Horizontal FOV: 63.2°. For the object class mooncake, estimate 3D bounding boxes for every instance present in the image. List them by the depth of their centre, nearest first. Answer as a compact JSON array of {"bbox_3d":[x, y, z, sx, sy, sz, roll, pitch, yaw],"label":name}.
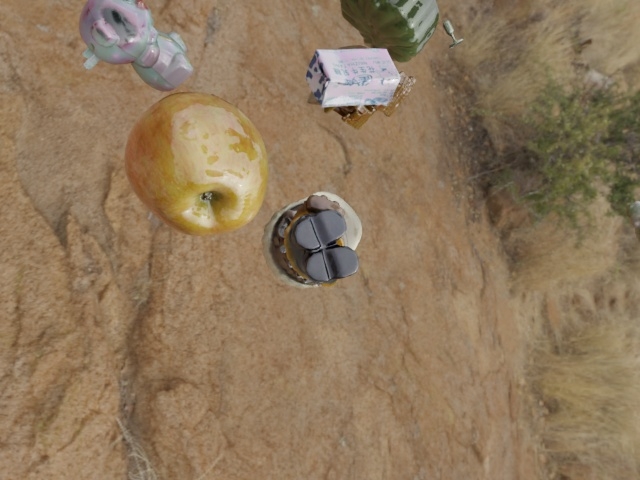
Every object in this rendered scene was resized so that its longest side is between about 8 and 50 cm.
[{"bbox_3d":[0.242,-0.791,1.832,0.187,0.351,0.351,-53,125,-10],"label":"mooncake"}]

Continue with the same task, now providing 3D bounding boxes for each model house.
[{"bbox_3d":[0.118,-0.397,1.399,0.229,0.199,0.219,22,19,-25],"label":"model house"}]

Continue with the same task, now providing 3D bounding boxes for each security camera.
[{"bbox_3d":[0.464,-0.740,1.856,0.058,0.058,0.092,-35,97,-48],"label":"security camera"}]

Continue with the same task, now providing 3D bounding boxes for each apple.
[{"bbox_3d":[-0.329,-0.198,1.432,0.391,0.391,0.346,37,17,-39],"label":"apple"}]

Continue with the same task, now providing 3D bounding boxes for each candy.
[{"bbox_3d":[0.063,-0.304,0.975,0.160,0.073,0.092,-9,61,-22],"label":"candy"}]

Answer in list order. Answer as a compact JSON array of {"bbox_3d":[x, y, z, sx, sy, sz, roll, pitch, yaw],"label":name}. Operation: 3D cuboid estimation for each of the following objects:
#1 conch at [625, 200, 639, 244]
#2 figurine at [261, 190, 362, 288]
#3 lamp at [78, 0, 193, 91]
[{"bbox_3d":[0.669,-0.015,0.922,0.277,0.195,0.220,12,74,-5],"label":"conch"},{"bbox_3d":[-0.028,0.009,0.975,0.332,0.204,0.185,-37,110,-80],"label":"figurine"},{"bbox_3d":[-0.538,-0.550,1.466,0.301,0.247,0.247,32,32,-51],"label":"lamp"}]
